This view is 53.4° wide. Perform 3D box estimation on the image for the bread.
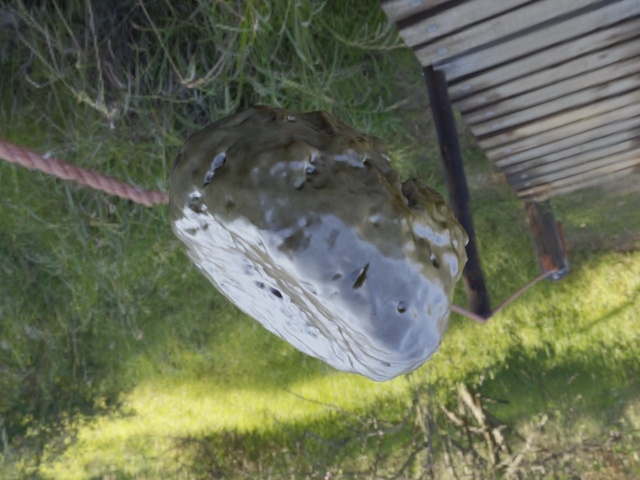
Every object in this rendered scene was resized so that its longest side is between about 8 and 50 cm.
[{"bbox_3d":[0.000,0.000,0.461,0.230,0.123,0.230,32,156,16],"label":"bread"}]
